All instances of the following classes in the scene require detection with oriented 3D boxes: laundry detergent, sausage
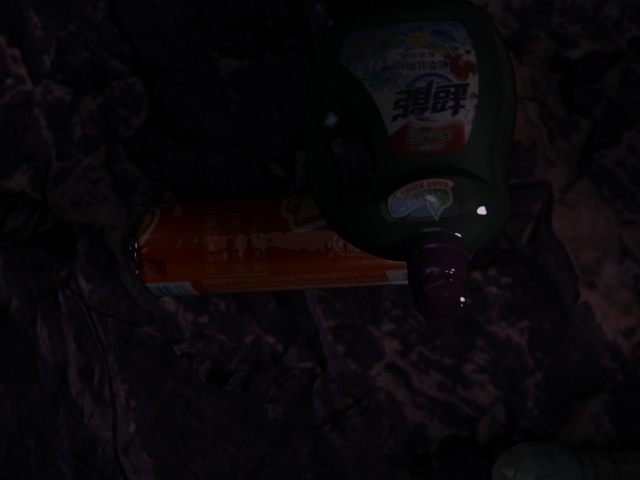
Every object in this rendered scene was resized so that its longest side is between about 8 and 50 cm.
[{"bbox_3d":[0.059,-0.049,1.115,0.144,0.078,0.221,-6,61,13],"label":"laundry detergent"},{"bbox_3d":[0.000,0.000,1.197,0.264,0.083,0.083,-3,93,20],"label":"sausage"}]

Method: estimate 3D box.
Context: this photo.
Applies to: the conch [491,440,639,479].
[{"bbox_3d":[0.294,0.184,1.050,0.386,0.169,0.203,25,73,14],"label":"conch"}]
